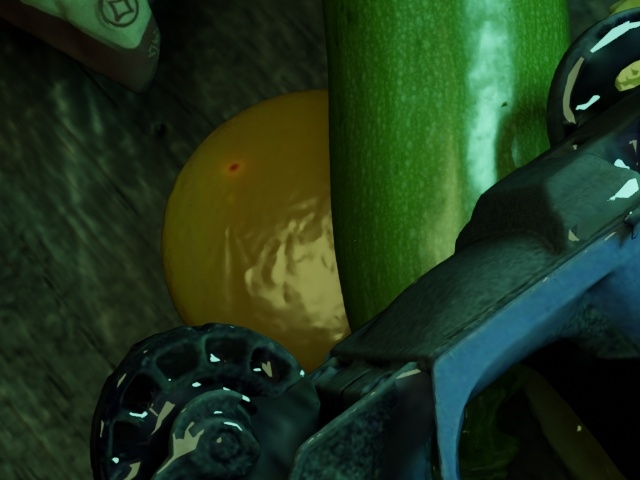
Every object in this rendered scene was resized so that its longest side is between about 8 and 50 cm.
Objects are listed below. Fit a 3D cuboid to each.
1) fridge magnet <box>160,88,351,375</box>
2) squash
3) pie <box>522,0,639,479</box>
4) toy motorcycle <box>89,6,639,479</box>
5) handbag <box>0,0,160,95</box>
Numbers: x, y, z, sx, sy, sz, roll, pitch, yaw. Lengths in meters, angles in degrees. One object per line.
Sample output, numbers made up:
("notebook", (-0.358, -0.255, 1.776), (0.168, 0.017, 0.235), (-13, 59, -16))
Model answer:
("fridge magnet", (0.000, 0.000, 0.790), (0.143, 0.063, 0.143), (-2, 71, 5))
("squash", (0.050, -0.090, 0.739), (0.107, 0.107, 0.395), (-6, 66, 6))
("pie", (0.234, 0.014, 0.748), (0.339, 0.083, 0.339), (-3, 70, 9))
("toy motorcycle", (0.101, 0.053, 0.596), (0.358, 0.125, 0.212), (-34, 97, -15))
("handbag", (-0.133, -0.195, 0.842), (0.213, 0.127, 0.235), (19, 63, 12))
